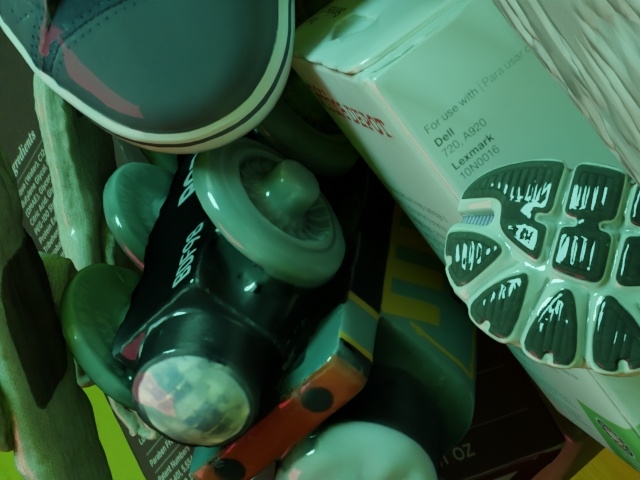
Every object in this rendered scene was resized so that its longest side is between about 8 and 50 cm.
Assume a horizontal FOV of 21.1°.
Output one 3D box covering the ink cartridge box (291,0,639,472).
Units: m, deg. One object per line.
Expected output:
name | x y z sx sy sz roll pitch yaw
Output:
ink cartridge box | 0.094 -0.016 0.693 0.219 0.092 0.160 52 176 -16

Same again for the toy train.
toy train | 0.000 0.000 0.824 0.190 0.142 0.334 37 -151 -17

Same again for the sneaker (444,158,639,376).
sneaker | 0.124 0.022 0.575 0.170 0.068 0.071 16 175 16

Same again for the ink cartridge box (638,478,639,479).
ink cartridge box | 0.180 0.229 0.836 0.197 0.198 0.270 49 -168 14

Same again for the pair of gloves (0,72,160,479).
pair of gloves | -0.122 0.032 0.802 0.240 0.042 0.204 -76 -27 -65

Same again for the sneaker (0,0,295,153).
sneaker | -0.110 -0.185 0.650 0.127 0.126 0.321 25 -139 -81

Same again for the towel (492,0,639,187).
towel | 0.044 -0.109 0.343 0.332 0.053 0.317 54 -175 -47

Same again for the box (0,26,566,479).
box | -0.042 0.010 1.015 0.381 0.191 0.143 59 139 20

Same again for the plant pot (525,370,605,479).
plant pot | 0.146 0.084 1.052 0.109 0.109 0.096 49 164 6
